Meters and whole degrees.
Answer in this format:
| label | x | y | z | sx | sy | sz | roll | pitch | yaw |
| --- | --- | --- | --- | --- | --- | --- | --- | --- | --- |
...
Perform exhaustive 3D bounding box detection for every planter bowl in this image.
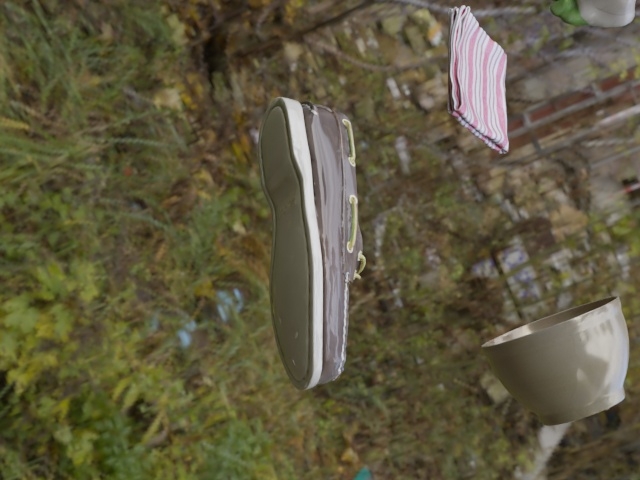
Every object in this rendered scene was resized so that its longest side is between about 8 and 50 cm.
| label | x | y | z | sx | sy | sz | roll | pitch | yaw |
| --- | --- | --- | --- | --- | --- | --- | --- | --- | --- |
| planter bowl | 0.274 | 0.141 | 1.092 | 0.109 | 0.162 | 0.162 | 70 | 16 | 5 |

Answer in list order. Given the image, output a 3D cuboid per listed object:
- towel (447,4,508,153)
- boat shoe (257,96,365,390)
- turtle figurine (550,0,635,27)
| label | x | y | z | sx | sy | sz | roll | pitch | yaw |
| --- | --- | --- | --- | --- | --- | --- | --- | --- | --- |
| towel | 0.211 | -0.205 | 1.273 | 0.197 | 0.029 | 0.144 | 21 | 68 | -59 |
| boat shoe | 0.000 | 0.000 | 1.065 | 0.096 | 0.116 | 0.324 | 4 | 68 | -28 |
| turtle figurine | 0.192 | -0.298 | 0.707 | 0.198 | 0.274 | 0.266 | 54 | -23 | 28 |
